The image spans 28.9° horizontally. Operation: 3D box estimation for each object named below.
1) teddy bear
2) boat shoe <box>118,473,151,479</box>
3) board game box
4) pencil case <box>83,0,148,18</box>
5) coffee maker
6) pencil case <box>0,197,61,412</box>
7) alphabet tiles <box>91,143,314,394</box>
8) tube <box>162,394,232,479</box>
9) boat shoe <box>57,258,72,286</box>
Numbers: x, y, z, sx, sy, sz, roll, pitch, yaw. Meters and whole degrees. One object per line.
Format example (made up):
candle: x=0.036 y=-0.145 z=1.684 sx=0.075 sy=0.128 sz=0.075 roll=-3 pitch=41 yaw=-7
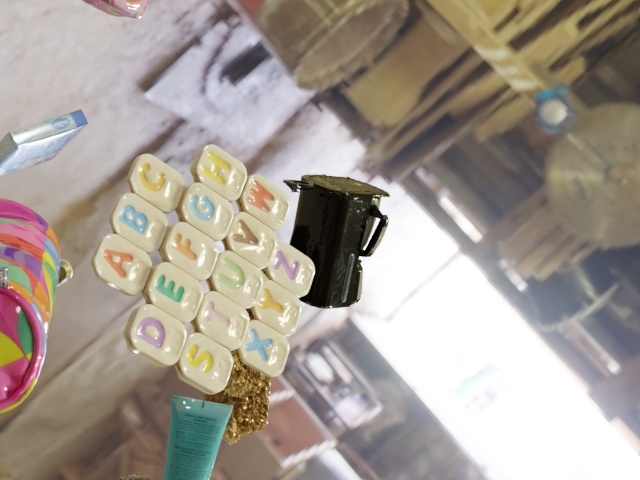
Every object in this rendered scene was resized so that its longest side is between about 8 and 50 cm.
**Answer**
teddy bear: x=-0.120 y=0.137 z=1.831 sx=0.338 sy=0.113 sz=0.245 roll=99 pitch=-4 yaw=-52
boat shoe: x=-0.238 y=0.360 z=1.388 sx=0.073 sy=0.073 sz=0.206 roll=-26 pitch=-135 yaw=64
board game box: x=-0.297 y=-0.098 z=1.281 sx=0.090 sy=0.020 sz=0.090 roll=-25 pitch=174 yaw=-42
pencil case: x=-0.297 y=-0.500 z=2.000 sx=0.284 sy=0.124 sz=0.124 roll=-69 pitch=164 yaw=2
coffee maker: x=0.000 y=0.000 z=1.789 sx=0.171 sy=0.120 sz=0.178 roll=7 pitch=104 yaw=-24
pencil case: x=-0.236 y=0.039 z=0.874 sx=0.104 sy=0.104 sz=0.236 roll=-42 pitch=-165 yaw=2
alphabet tiles: x=-0.128 y=0.030 z=1.465 sx=0.021 sy=0.278 sz=0.284 roll=-21 pitch=-137 yaw=49
tube: x=-0.177 y=0.307 z=1.651 sx=0.052 sy=0.080 sz=0.207 roll=-119 pitch=-139 yaw=-70
boat shoe: x=-0.511 y=0.074 z=2.183 sx=0.153 sy=0.056 sz=0.048 roll=-13 pitch=-160 yaw=7
